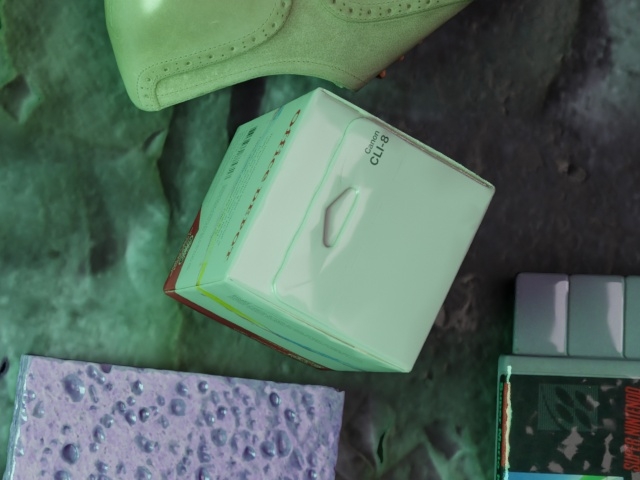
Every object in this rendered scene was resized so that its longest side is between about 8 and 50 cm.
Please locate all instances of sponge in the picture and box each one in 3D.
[{"bbox_3d":[-0.093,0.141,1.074,0.210,0.031,0.117,8,84,-17],"label":"sponge"}]

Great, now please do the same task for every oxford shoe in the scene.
[{"bbox_3d":[0.039,-0.182,1.105,0.397,0.140,0.146,-12,121,-22],"label":"oxford shoe"}]

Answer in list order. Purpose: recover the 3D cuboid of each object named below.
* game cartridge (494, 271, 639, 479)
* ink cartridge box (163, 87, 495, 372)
[{"bbox_3d":[0.228,0.200,1.111,0.230,0.068,0.355,2,86,4],"label":"game cartridge"},{"bbox_3d":[0.000,0.000,1.035,0.127,0.176,0.128,28,79,-13],"label":"ink cartridge box"}]
